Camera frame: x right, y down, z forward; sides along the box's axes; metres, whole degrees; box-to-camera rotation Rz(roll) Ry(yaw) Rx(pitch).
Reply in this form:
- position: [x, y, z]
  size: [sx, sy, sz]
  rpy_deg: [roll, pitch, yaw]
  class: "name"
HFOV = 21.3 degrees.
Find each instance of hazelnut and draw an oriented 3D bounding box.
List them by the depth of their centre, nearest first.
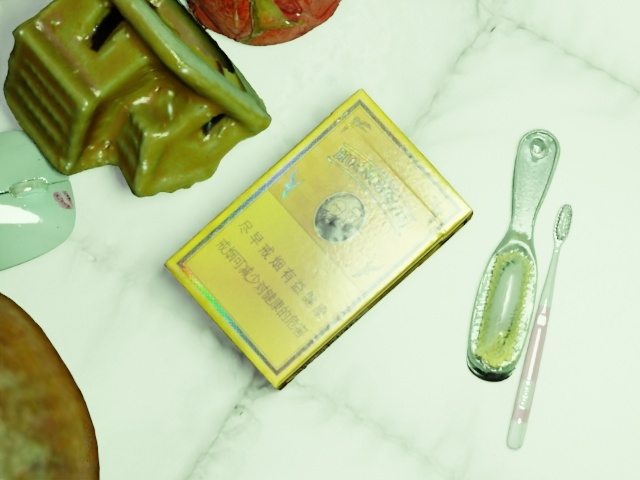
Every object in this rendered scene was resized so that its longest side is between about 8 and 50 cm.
- position: [-0.431, 0.229, 1.824]
  size: [0.359, 0.359, 0.409]
  rpy_deg: [-34, 75, 0]
  class: "hazelnut"

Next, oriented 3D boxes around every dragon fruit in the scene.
- position: [-0.071, -0.339, 1.935]
  size: [0.224, 0.148, 0.218]
  rpy_deg: [10, 87, 5]
  class: "dragon fruit"

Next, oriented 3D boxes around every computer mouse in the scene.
- position: [-0.430, -0.031, 1.955]
  size: [0.288, 0.097, 0.159]
  rpy_deg: [-16, 82, 2]
  class: "computer mouse"

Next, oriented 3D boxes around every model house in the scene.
- position: [-0.227, -0.162, 1.915]
  size: [0.239, 0.173, 0.268]
  rpy_deg: [-41, 85, 16]
  class: "model house"

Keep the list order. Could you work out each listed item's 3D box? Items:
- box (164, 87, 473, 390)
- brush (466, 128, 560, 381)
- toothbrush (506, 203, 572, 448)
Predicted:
- position: [0.000, 0.000, 1.932]
  size: [0.301, 0.084, 0.193]
  rpy_deg: [-42, 85, -1]
  class: "box"
- position: [0.220, 0.014, 1.930]
  size: [0.068, 0.060, 0.296]
  rpy_deg: [12, 86, 7]
  class: "brush"
- position: [0.251, 0.097, 1.939]
  size: [0.020, 0.025, 0.286]
  rpy_deg: [13, 86, 3]
  class: "toothbrush"
